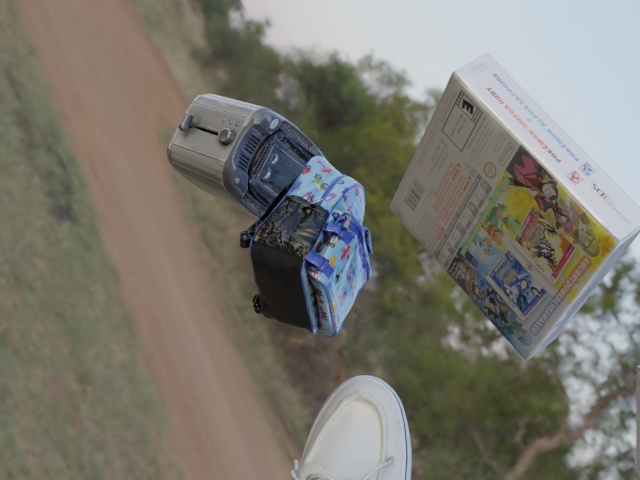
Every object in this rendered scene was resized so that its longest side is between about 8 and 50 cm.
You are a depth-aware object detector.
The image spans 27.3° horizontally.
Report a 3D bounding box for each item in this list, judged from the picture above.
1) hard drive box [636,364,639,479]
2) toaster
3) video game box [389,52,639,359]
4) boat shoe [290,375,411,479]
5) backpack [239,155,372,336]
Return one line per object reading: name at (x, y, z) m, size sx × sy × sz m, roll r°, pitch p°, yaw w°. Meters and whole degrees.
hard drive box at (0.556, 0.281, 1.858) m, size 0.232 × 0.089 × 0.181 m, roll 21°, pitch -62°, yaw 58°
toaster at (-0.096, -0.106, 1.762) m, size 0.146 × 0.129 × 0.227 m, roll 23°, pitch -6°, yaw 36°
video game box at (0.154, -0.023, 1.085) m, size 0.187 × 0.048 × 0.205 m, roll 51°, pitch -29°, yaw 17°
boat shoe at (0.008, 0.311, 1.478) m, size 0.156 × 0.135 × 0.367 m, roll 71°, pitch 36°, yaw -65°
backpack at (0.000, 0.000, 1.495) m, size 0.117 × 0.173 × 0.158 m, roll 19°, pitch -35°, yaw 20°
